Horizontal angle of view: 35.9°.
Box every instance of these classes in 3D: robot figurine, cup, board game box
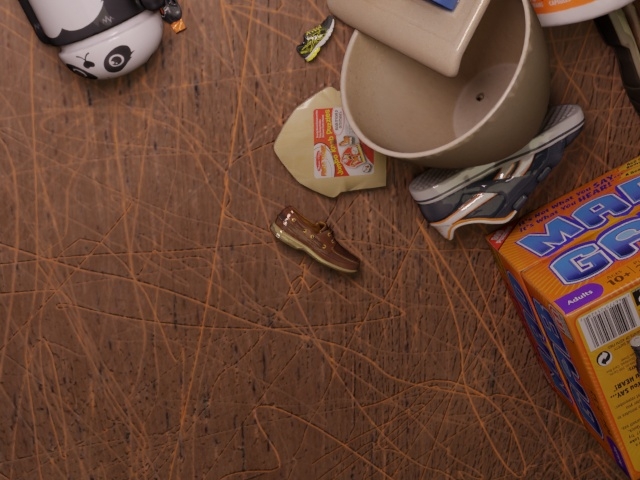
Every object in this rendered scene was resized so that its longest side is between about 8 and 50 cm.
[{"bbox_3d":[-0.344,-0.371,1.444,0.173,0.209,0.278,-30,114,-14],"label":"robot figurine"},{"bbox_3d":[0.233,-0.246,1.567,0.237,0.331,0.331,26,104,-47],"label":"cup"},{"bbox_3d":[0.561,0.115,1.723,0.356,0.356,0.356,-28,113,-1],"label":"board game box"}]

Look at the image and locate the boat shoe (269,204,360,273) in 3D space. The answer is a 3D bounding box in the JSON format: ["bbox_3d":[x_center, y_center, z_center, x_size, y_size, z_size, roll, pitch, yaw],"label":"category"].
[{"bbox_3d":[0.000,0.000,1.717,0.178,0.064,0.060,29,104,-18],"label":"boat shoe"}]

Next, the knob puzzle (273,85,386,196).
[{"bbox_3d":[0.015,-0.168,1.676,0.213,0.030,0.213,-4,112,-11],"label":"knob puzzle"}]

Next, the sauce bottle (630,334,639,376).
[{"bbox_3d":[0.513,0.201,1.529,0.042,0.042,0.128,-29,112,0],"label":"sauce bottle"}]

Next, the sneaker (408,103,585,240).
[{"bbox_3d":[0.320,-0.117,1.713,0.321,0.126,0.127,-28,110,8],"label":"sneaker"}]

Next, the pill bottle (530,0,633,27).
[{"bbox_3d":[0.359,-0.547,1.505,0.224,0.224,0.392,-25,113,-2],"label":"pill bottle"}]

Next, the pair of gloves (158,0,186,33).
[{"bbox_3d":[-0.259,-0.351,1.559,0.083,0.010,0.074,-27,113,-2],"label":"pair of gloves"}]

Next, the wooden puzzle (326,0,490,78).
[{"bbox_3d":[0.150,-0.452,1.446,0.080,0.322,0.348,8,112,-42],"label":"wooden puzzle"}]

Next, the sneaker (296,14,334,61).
[{"bbox_3d":[-0.008,-0.332,1.609,0.035,0.031,0.083,30,101,-20],"label":"sneaker"}]

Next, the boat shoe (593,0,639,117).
[{"bbox_3d":[0.571,-0.312,1.700,0.104,0.111,0.307,-30,113,1],"label":"boat shoe"}]
